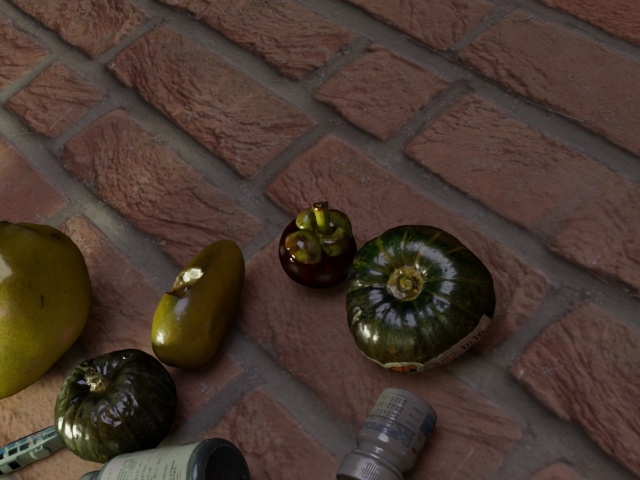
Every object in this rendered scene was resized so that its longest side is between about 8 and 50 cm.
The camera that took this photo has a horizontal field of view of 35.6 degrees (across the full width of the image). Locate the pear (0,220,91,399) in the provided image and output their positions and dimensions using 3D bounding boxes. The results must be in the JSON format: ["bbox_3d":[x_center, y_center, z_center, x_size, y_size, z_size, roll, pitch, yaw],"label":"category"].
[{"bbox_3d":[-0.584,0.128,1.894,0.285,0.285,0.336,-6,66,16],"label":"pear"}]

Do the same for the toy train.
[{"bbox_3d":[-0.545,0.387,1.812,0.208,0.043,0.047,-24,51,1],"label":"toy train"}]

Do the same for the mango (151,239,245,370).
[{"bbox_3d":[-0.221,0.117,1.840,0.130,0.167,0.262,17,56,15],"label":"mango"}]

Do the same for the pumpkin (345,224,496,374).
[{"bbox_3d":[0.168,0.096,1.697,0.260,0.189,0.260,-6,74,22],"label":"pumpkin"}]

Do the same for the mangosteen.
[{"bbox_3d":[0.007,0.008,1.824,0.146,0.181,0.156,32,48,-11],"label":"mangosteen"}]

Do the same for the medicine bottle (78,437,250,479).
[{"bbox_3d":[-0.264,0.405,1.601,0.293,0.141,0.141,-15,47,30],"label":"medicine bottle"}]

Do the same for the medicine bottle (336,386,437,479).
[{"bbox_3d":[0.107,0.326,1.576,0.105,0.105,0.168,17,60,31],"label":"medicine bottle"}]

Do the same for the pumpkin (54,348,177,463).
[{"bbox_3d":[-0.361,0.288,1.748,0.224,0.157,0.223,-15,38,12],"label":"pumpkin"}]
